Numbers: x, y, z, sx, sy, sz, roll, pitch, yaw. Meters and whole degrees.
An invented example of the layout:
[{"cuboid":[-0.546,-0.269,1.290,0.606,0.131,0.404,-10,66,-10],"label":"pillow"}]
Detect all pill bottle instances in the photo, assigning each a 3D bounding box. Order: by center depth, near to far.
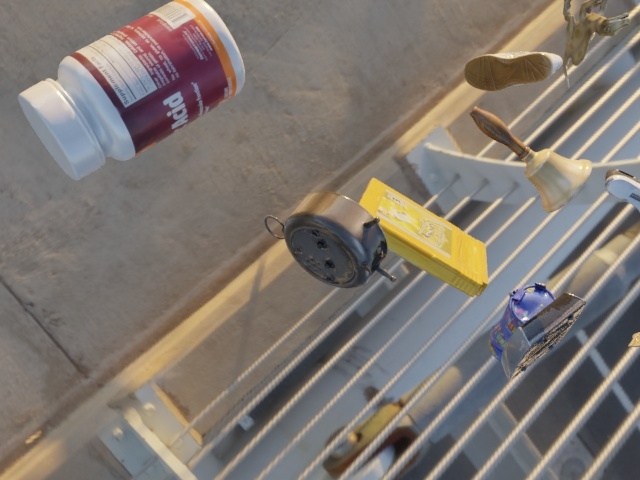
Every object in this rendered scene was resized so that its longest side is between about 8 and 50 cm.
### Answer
[{"cuboid":[-0.365,-0.298,1.382,0.392,0.224,0.224,-37,102,-20],"label":"pill bottle"}]

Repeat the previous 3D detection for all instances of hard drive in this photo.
[{"cuboid":[0.463,0.205,1.487,0.172,0.254,0.054,-35,65,-12],"label":"hard drive"}]

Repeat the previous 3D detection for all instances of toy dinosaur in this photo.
[{"cuboid":[0.321,-0.257,0.869,0.053,0.183,0.092,7,83,0],"label":"toy dinosaur"}]

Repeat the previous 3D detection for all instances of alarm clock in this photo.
[{"cuboid":[0.000,0.000,0.901,0.064,0.192,0.129,-49,137,-31],"label":"alarm clock"}]

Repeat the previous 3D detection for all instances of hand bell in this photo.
[{"cuboid":[0.382,-0.174,1.339,0.242,0.126,0.126,36,72,-8],"label":"hand bell"}]

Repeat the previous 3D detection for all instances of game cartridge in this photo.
[{"cuboid":[0.229,-0.013,1.577,0.324,0.285,0.052,29,112,0],"label":"game cartridge"}]

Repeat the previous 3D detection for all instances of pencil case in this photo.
[{"cuboid":[0.517,0.220,1.809,0.119,0.306,0.133,-40,68,-18],"label":"pencil case"}]

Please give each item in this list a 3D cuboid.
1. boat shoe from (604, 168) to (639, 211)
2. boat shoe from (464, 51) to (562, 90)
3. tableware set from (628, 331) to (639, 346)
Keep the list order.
[{"cuboid":[0.860,-0.124,1.889,0.229,0.080,0.076,24,42,-10],"label":"boat shoe"},{"cuboid":[0.523,-0.462,1.903,0.096,0.277,0.098,-22,112,-38],"label":"boat shoe"},{"cuboid":[0.698,0.161,1.393,0.141,0.169,0.020,-31,87,-33],"label":"tableware set"}]
